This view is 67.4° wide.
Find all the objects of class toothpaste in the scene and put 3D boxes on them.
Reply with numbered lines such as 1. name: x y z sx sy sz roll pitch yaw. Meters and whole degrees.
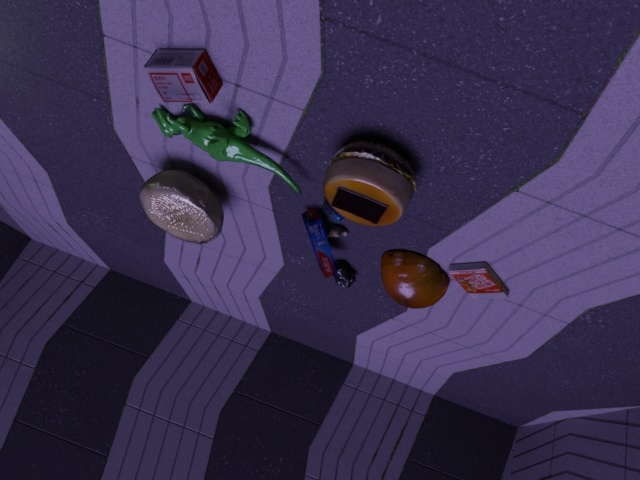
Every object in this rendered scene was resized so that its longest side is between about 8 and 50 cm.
1. toothpaste: -0.001 0.017 1.978 0.066 0.076 0.321 -24 132 -5

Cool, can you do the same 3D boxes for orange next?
1. orange: 0.392 0.159 2.035 0.274 0.274 0.311 -4 112 41

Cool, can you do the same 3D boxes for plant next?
1. plant: 0.107 0.160 2.239 0.091 0.095 0.143 -10 136 29

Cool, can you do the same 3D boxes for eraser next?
1. eraser: 0.635 0.165 1.921 0.157 0.038 0.230 -8 140 44

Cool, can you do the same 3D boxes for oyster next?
1. oyster: 0.068 -0.031 1.961 0.080 0.038 0.083 -25 159 8

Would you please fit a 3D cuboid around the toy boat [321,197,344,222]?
1. toy boat: 0.068 -0.125 1.750 0.091 0.110 0.175 35 -168 -22

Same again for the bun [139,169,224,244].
1. bun: -0.560 -0.158 2.016 0.363 0.202 0.364 15 145 11

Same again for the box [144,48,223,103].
1. box: -0.406 -0.483 1.421 0.182 0.099 0.133 10 149 21

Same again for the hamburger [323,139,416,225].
1. hamburger: 0.155 -0.178 1.490 0.299 0.176 0.300 16 153 8

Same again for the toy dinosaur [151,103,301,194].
1. toy dinosaur: -0.339 -0.293 1.685 0.374 0.144 0.500 -2 140 47

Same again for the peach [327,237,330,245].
1. peach: 0.000 0.000 2.071 0.083 0.077 0.050 57 -178 37
